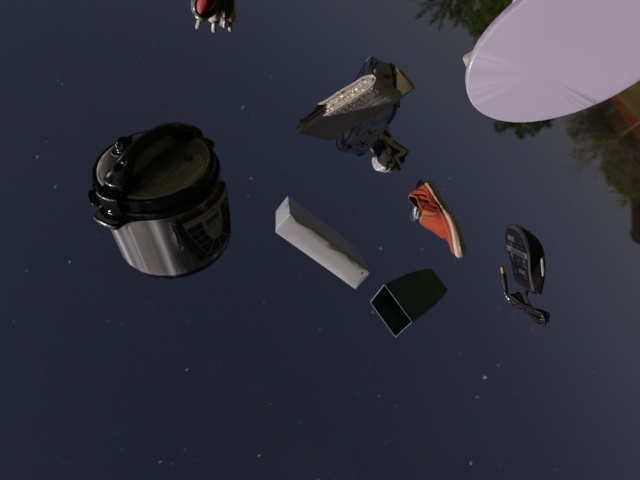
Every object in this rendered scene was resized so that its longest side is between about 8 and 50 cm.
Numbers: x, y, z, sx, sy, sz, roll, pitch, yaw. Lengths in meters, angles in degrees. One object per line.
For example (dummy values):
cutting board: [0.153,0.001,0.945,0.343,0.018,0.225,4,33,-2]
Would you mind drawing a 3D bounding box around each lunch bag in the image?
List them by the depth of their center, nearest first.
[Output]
lunch bag: [0.151,-0.445,1.552,0.115,0.303,0.243,12,-119,-21]

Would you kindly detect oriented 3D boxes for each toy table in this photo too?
toy table: [0.333,-0.288,0.644,0.161,0.274,0.252,-76,-33,-50]

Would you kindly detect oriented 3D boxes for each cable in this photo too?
cable: [-0.230,-0.613,1.055,0.072,0.287,0.139,37,-142,29]

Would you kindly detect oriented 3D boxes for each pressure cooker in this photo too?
pressure cooker: [-0.471,-0.133,1.405,0.376,0.420,0.369,-11,-133,-11]

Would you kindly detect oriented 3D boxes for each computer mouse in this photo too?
computer mouse: [0.508,0.069,1.175,0.184,0.060,0.262,-127,19,-77]

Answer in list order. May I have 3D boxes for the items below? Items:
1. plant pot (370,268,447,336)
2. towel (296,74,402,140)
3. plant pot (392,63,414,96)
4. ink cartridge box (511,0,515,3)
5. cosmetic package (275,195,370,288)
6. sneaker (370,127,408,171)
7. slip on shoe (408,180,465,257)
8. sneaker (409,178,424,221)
plant pot: [0.346,0.214,1.766,0.234,0.165,0.165,-27,-110,-27]
towel: [0.079,-0.373,1.340,0.187,0.282,0.049,-4,-106,-58]
plant pot: [0.276,-0.605,1.789,0.096,0.109,0.109,49,-170,-42]
ink cartridge box: [0.621,-0.625,1.250,0.046,0.097,0.207,-7,-140,-49]
cosmetic package: [0.000,0.000,1.815,0.377,0.097,0.284,36,-171,-15]
sneaker: [0.262,-0.364,1.788,0.153,0.094,0.235,8,-116,-44]
slip on shoe: [0.373,-0.062,1.495,0.123,0.101,0.331,54,-167,-44]
sneaker: [0.383,-0.142,1.725,0.083,0.071,0.190,23,-123,-4]
